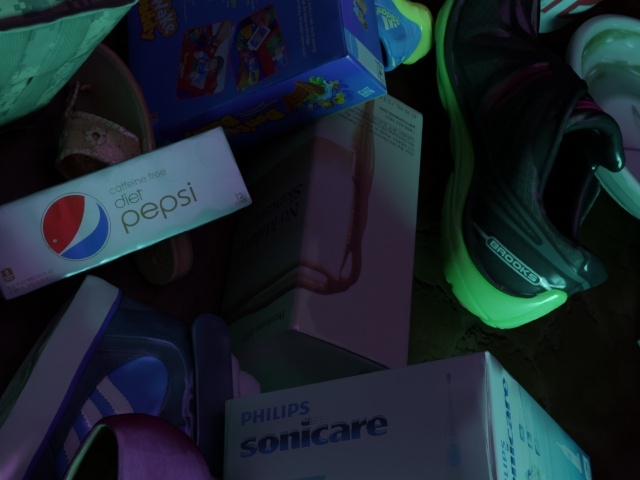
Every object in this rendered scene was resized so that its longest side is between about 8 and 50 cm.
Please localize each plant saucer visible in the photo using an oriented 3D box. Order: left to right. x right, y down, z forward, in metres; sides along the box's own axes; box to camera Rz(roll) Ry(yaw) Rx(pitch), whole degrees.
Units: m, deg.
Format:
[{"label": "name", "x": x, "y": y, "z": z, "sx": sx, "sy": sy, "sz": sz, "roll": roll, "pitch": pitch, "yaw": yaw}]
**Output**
[{"label": "plant saucer", "x": 0.474, "y": -0.131, "z": 1.502, "sx": 0.400, "sy": 0.100, "sz": 0.400, "roll": 20, "pitch": 50, "yaw": -25}]

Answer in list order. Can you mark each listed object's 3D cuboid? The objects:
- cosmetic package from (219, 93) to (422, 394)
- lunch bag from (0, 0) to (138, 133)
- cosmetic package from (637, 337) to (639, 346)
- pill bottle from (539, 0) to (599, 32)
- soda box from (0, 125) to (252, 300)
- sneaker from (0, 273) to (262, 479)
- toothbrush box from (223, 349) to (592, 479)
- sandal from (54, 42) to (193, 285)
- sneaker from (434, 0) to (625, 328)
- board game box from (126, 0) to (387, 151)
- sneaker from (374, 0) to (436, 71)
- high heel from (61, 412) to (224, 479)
[{"label": "cosmetic package", "x": 0.000, "y": 0.000, "z": 1.026, "sx": 0.129, "sy": 0.153, "sz": 0.296, "roll": 25, "pitch": 52, "yaw": -27}, {"label": "lunch bag", "x": -0.315, "y": -0.153, "z": 0.786, "sx": 0.287, "sy": 0.235, "sz": 0.169, "roll": -27, "pitch": 85, "yaw": -44}, {"label": "cosmetic package", "x": 0.572, "y": 0.162, "z": 1.419, "sx": 0.224, "sy": 0.138, "sz": 0.224, "roll": -30, "pitch": 87, "yaw": -45}, {"label": "pill bottle", "x": 0.393, "y": -0.470, "z": 1.417, "sx": 0.229, "sy": 0.408, "sz": 0.229, "roll": 19, "pitch": 57, "yaw": -32}, {"label": "soda box", "x": -0.173, "y": -0.022, "z": 0.887, "sx": 0.216, "sy": 0.069, "sz": 0.074, "roll": -23, "pitch": 93, "yaw": -19}, {"label": "sneaker", "x": -0.144, "y": 0.195, "z": 0.814, "sx": 0.236, "sy": 0.130, "sz": 0.323, "roll": 35, "pitch": 44, "yaw": -15}, {"label": "toothbrush box", "x": 0.085, "y": 0.209, "z": 0.862, "sx": 0.295, "sy": 0.216, "sz": 0.126, "roll": 45, "pitch": 38, "yaw": -52}, {"label": "sandal", "x": -0.193, "y": -0.068, "z": 0.946, "sx": 0.079, "sy": 0.088, "sz": 0.240, "roll": -20, "pitch": 86, "yaw": -50}, {"label": "sneaker", "x": 0.250, "y": -0.133, "z": 1.243, "sx": 0.185, "sy": 0.202, "sz": 0.483, "roll": 31, "pitch": 52, "yaw": -50}, {"label": "board game box", "x": -0.075, "y": -0.266, "z": 1.040, "sx": 0.078, "sy": 0.233, "sz": 0.347, "roll": 33, "pitch": 46, "yaw": -55}, {"label": "sneaker", "x": 0.041, "y": -0.302, "z": 1.260, "sx": 0.240, "sy": 0.091, "sz": 0.126, "roll": 49, "pitch": 47, "yaw": -8}, {"label": "high heel", "x": -0.181, "y": 0.285, "z": 0.653, "sx": 0.377, "sy": 0.127, "sz": 0.181, "roll": -66, "pitch": 154, "yaw": -19}]
